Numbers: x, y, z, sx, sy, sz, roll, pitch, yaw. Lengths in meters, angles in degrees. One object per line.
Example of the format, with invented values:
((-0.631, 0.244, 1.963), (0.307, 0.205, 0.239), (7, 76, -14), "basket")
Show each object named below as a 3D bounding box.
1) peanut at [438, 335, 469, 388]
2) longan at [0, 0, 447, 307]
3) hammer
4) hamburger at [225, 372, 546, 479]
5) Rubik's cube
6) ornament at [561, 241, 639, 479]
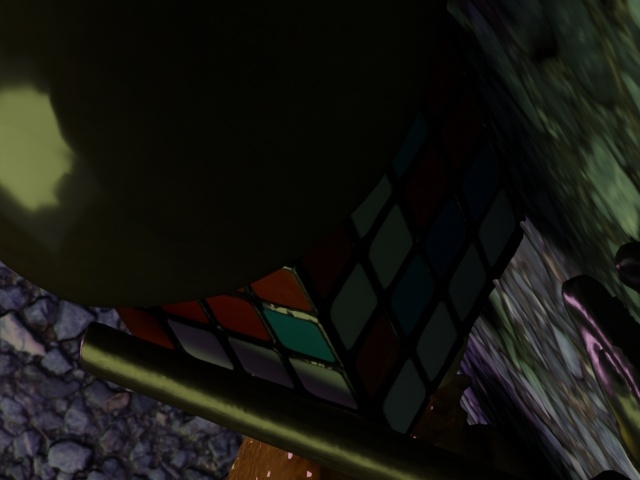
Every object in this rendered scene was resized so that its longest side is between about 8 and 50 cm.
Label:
((0.000, 0.000, 1.389), (0.313, 0.149, 0.149), (45, 167, 51), "peanut")
((-0.055, -0.093, 0.776), (0.248, 0.248, 0.248), (58, 175, 8), "longan")
((0.049, 0.105, 0.890), (0.365, 0.043, 0.111), (18, 150, 22), "hammer")
((0.056, 0.228, 1.544), (0.268, 0.287, 0.445), (18, -179, -10), "hamburger")
((-0.011, -0.013, 0.966), (0.151, 0.154, 0.155), (13, 147, 34), "Rubik's cube")
((0.161, 0.134, 0.682), (0.202, 0.080, 0.236), (46, 156, 37), "ornament")
